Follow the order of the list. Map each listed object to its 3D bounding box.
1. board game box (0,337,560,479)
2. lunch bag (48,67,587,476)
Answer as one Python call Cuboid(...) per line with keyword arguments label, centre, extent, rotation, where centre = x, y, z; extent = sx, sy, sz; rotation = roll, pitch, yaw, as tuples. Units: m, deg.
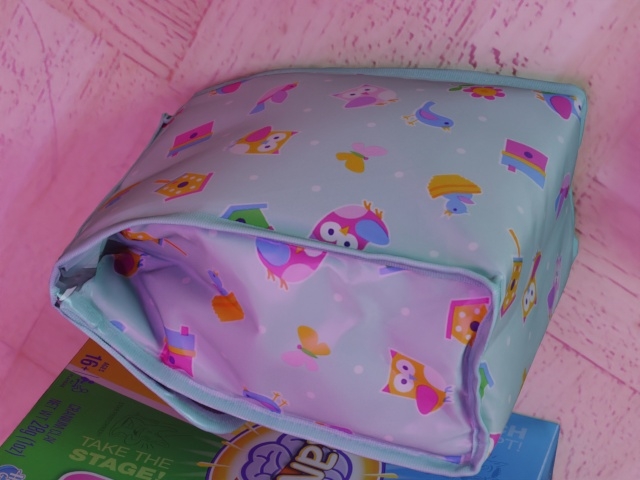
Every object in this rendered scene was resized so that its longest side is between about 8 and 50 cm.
Cuboid(label="board game box", centre=(-0.032, 0.162, 1.216), extent=(0.316, 0.242, 0.064), rotation=(13, 120, 12))
Cuboid(label="lunch bag", centre=(0.000, 0.000, 1.128), extent=(0.262, 0.223, 0.160), rotation=(9, 125, 16))
